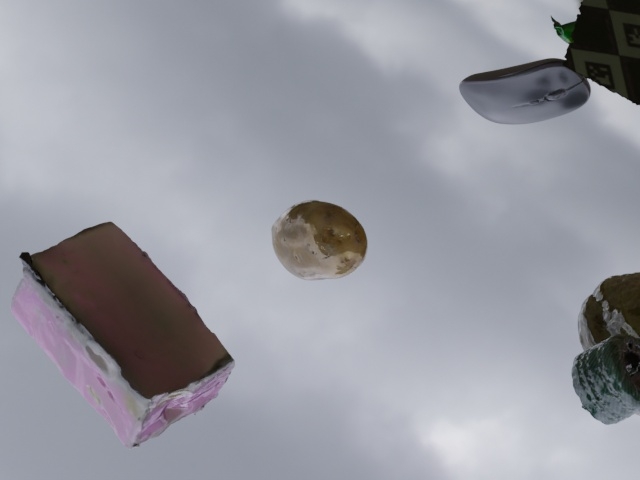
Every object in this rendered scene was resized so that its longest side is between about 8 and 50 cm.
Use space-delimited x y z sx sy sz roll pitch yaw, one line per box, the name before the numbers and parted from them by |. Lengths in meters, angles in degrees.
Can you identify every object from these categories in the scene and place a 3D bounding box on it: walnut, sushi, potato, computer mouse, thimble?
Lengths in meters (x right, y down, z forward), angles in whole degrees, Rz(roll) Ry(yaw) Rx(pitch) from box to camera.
walnut | 0.578 0.173 2.159 0.282 0.227 0.283 6 -149 -3
sushi | 0.395 -0.208 1.343 0.292 0.059 0.294 29 -123 -6
potato | 0.000 0.000 1.815 0.109 0.119 0.178 6 177 -34
computer mouse | 0.339 -0.247 2.097 0.232 0.057 0.120 -6 143 41
thimble | 0.443 0.205 1.856 0.135 0.090 0.119 -6 -112 -52

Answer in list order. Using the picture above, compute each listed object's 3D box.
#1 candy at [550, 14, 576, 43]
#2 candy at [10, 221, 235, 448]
candy | 0.430 -0.283 1.752 0.203 0.078 0.141 21 -148 20
candy | -0.245 0.109 1.530 0.265 0.116 0.155 44 -135 20
